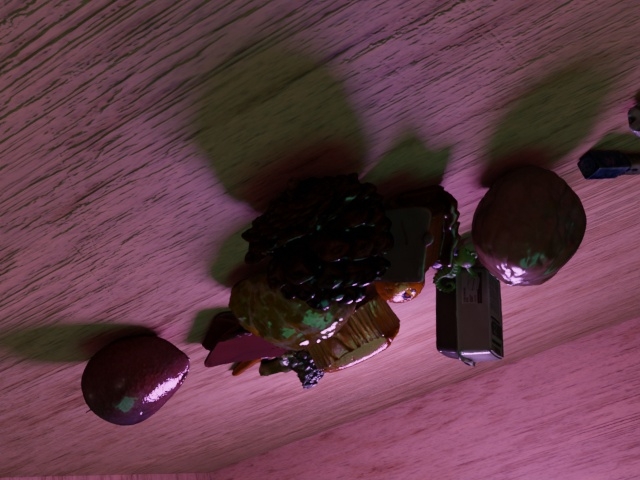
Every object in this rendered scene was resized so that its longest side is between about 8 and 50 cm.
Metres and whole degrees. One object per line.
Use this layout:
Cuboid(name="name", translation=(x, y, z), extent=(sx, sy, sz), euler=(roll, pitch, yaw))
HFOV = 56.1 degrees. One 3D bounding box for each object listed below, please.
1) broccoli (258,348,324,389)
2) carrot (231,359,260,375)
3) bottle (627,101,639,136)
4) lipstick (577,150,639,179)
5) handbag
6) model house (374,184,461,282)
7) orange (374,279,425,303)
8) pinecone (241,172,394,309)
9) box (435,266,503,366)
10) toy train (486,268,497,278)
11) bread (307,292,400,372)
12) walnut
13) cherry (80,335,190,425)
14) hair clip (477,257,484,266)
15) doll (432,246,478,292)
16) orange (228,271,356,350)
Cuboid(name="broccoli", translation=(-0.109, 0.412, 2.002), extent=(0.274, 0.177, 0.198), euler=(-11, 162, 18))
Cuboid(name="carrot", translation=(-0.245, 0.412, 2.031), extent=(0.043, 0.043, 0.248), euler=(3, 150, -33))
Cuboid(name="bottle", translation=(0.754, -0.244, 1.286), extent=(0.269, 0.083, 0.083), euler=(4, 147, -37))
Cuboid(name="lipstick", translation=(0.751, -0.184, 1.443), extent=(0.311, 0.051, 0.051), euler=(-5, 151, -26))
Cuboid(name="handbag", translation=(-0.198, 0.287, 1.768), extent=(0.275, 0.084, 0.260), euler=(-4, 150, -24))
Cuboid(name="model house", translation=(0.205, -0.020, 1.341), extent=(0.219, 0.200, 0.229), euler=(11, -156, 30))
Cuboid(name="orange", translation=(0.209, 0.103, 1.611), extent=(0.135, 0.118, 0.136), euler=(-22, 146, -16))
Cuboid(name="pinecone", translation=(0.001, 0.007, 1.164), extent=(0.298, 0.242, 0.296), euler=(-13, 148, 27))
Cuboid(name="box", translation=(0.443, 0.223, 1.785), extent=(0.166, 0.291, 0.220), euler=(-6, 160, 27))
Cuboid(name="toy train", translation=(0.502, 0.021, 1.564), extent=(0.203, 0.163, 0.112), euler=(7, 144, -39))
Cuboid(name="bread", translation=(0.097, 0.281, 1.788), extent=(0.288, 0.156, 0.204), euler=(-30, 180, 15))
Cuboid(name="walnut", translation=(0.458, -0.027, 1.342), extent=(0.226, 0.273, 0.273), euler=(24, 152, 8))
Cuboid(name="cherry", translation=(-0.500, 0.371, 1.616), extent=(0.307, 0.221, 0.261), euler=(-27, 163, -8))
Cuboid(name="hair clip", translation=(0.536, 0.065, 1.724), extent=(0.095, 0.110, 0.358), euler=(-30, 164, 36))
Cuboid(name="doll", translation=(0.374, 0.080, 1.672), extent=(0.050, 0.115, 0.190), euler=(-49, 178, -44))
Cuboid(name="orange", translation=(-0.045, 0.147, 1.454), extent=(0.368, 0.211, 0.270), euler=(-29, 153, 29))
